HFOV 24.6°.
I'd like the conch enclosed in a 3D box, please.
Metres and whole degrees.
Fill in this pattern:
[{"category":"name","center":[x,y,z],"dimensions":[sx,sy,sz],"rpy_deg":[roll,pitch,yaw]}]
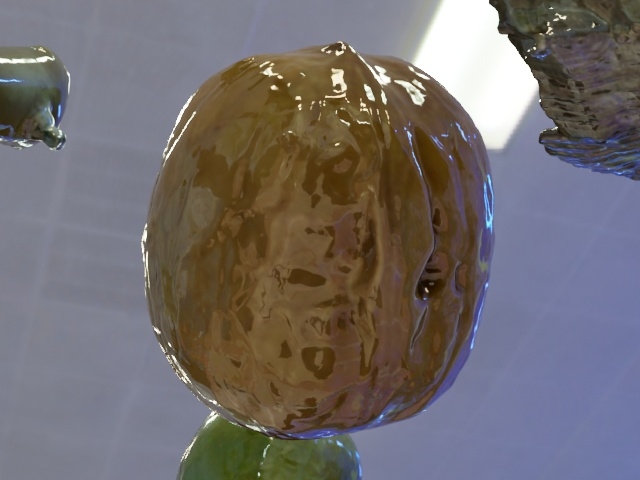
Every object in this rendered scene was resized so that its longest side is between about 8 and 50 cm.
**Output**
[{"category":"conch","center":[0.156,-0.118,0.655],"dimensions":[0.178,0.163,0.245],"rpy_deg":[-31,-43,-4]}]

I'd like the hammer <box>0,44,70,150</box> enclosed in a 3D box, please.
[{"category":"hammer","center":[-0.192,-0.063,0.614],"dimensions":[0.113,0.202,0.305],"rpy_deg":[22,8,20]}]

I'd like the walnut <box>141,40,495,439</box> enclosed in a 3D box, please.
[{"category":"walnut","center":[0.000,0.000,0.812],"dimensions":[0.195,0.195,0.221],"rpy_deg":[7,-78,-5]}]

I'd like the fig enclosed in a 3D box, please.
[{"category":"fig","center":[-0.060,0.237,1.294],"dimensions":[0.167,0.233,0.167],"rpy_deg":[17,-44,17]}]
